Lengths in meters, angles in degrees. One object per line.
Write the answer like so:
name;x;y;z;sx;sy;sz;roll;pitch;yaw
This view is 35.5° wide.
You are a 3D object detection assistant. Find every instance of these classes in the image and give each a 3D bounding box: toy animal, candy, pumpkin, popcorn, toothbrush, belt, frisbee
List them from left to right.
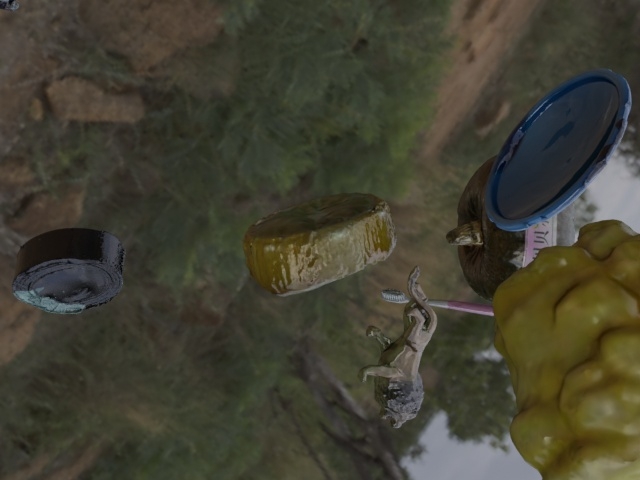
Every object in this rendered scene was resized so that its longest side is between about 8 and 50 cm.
belt;-0.417;0.052;1.656;0.151;0.198;0.078;54;26;-48
candy;0.000;0.000;1.656;0.260;0.260;0.118;-40;121;-58
toy animal;0.088;0.120;1.167;0.069;0.086;0.219;-94;-171;-57
toothbrush;0.244;0.113;1.744;0.025;0.286;0.020;69;33;-56
pumpkin;0.299;-0.011;1.628;0.260;0.189;0.260;-176;-90;-84
frisbee;0.303;-0.109;1.264;0.242;0.045;0.242;-46;-159;24
popcorn;0.228;0.102;0.630;0.192;0.266;0.233;-43;156;22

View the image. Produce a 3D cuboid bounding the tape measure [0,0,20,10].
tape measure;-0.509;-0.396;1.539;0.054;0.094;0.091;-48;-142;44
